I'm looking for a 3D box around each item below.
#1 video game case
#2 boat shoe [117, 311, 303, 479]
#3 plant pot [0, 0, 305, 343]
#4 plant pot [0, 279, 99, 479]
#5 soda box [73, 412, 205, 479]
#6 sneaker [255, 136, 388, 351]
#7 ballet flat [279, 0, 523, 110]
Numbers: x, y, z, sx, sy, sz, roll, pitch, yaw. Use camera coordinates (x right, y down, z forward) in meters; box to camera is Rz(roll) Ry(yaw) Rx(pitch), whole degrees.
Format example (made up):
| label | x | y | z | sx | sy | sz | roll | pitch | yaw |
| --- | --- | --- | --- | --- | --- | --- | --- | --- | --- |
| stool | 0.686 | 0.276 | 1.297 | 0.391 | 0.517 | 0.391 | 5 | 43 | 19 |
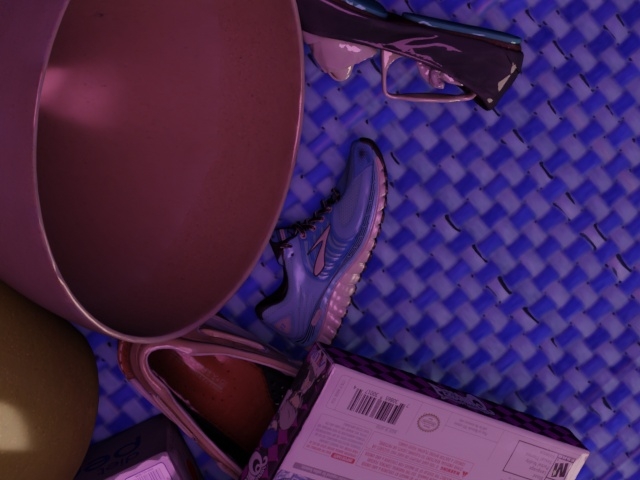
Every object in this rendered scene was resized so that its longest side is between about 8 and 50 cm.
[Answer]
| label | x | y | z | sx | sy | sz | roll | pitch | yaw |
| --- | --- | --- | --- | --- | --- | --- | --- | --- | --- |
| video game case | 0.047 | 0.196 | 1.175 | 0.232 | 0.042 | 0.210 | 20 | 106 | -30 |
| boat shoe | -0.016 | 0.148 | 1.212 | 0.302 | 0.103 | 0.113 | 30 | 96 | -11 |
| plant pot | -0.165 | -0.089 | 1.094 | 0.191 | 0.284 | 0.284 | 10 | 103 | 30 |
| plant pot | -0.301 | 0.084 | 1.090 | 0.293 | 0.275 | 0.275 | 19 | 101 | -39 |
| soda box | -0.219 | 0.233 | 1.219 | 0.286 | 0.098 | 0.091 | -25 | 103 | 2 |
| sneaker | 0.000 | 0.000 | 1.206 | 0.073 | 0.063 | 0.162 | 21 | 99 | -5 |
| ballet flat | 0.043 | -0.138 | 1.177 | 0.203 | 0.074 | 0.074 | 17 | 100 | -10 |
